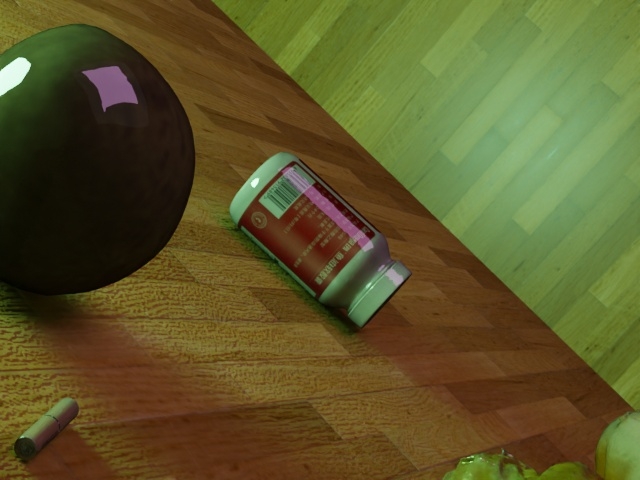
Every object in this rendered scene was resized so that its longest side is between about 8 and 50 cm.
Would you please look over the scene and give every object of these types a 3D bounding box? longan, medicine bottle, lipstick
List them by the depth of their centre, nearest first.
[{"bbox_3d":[-0.202,0.138,0.930,0.019,0.019,0.094,41,13,-1],"label":"lipstick"},{"bbox_3d":[-0.217,-0.069,1.102,0.215,0.246,0.246,29,16,-22],"label":"longan"},{"bbox_3d":[0.000,0.000,1.738,0.250,0.131,0.131,43,13,6],"label":"medicine bottle"}]

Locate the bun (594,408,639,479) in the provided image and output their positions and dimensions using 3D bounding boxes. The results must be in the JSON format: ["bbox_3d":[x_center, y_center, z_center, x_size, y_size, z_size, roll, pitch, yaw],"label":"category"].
[{"bbox_3d":[0.512,0.393,1.846,0.299,0.165,0.299,45,-4,4],"label":"bun"}]

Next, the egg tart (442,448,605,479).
[{"bbox_3d":[0.309,0.372,1.358,0.339,0.153,0.351,37,14,-32],"label":"egg tart"}]
